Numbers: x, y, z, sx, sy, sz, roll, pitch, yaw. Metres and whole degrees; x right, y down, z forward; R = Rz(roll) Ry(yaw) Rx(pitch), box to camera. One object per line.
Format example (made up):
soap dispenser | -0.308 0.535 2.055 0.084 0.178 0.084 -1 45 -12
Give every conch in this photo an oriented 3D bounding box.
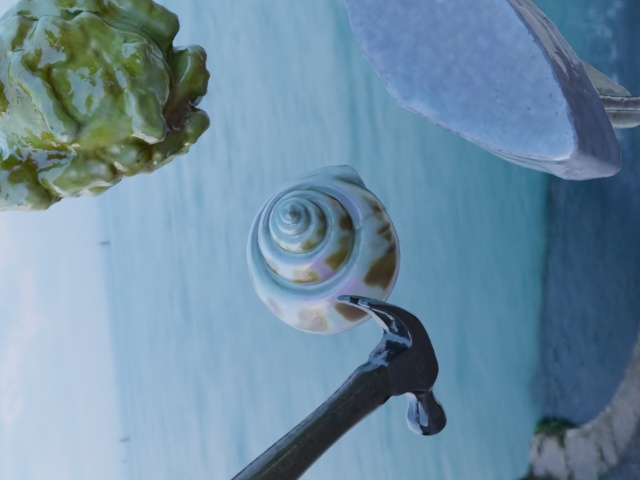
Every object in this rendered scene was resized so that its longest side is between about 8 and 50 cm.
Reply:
conch | 0.000 0.000 1.488 0.368 0.197 0.249 124 142 -68

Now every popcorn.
popcorn | -0.314 -0.189 1.437 0.274 0.336 0.279 22 117 58

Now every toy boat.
toy boat | 0.132 -0.152 0.875 0.111 0.276 0.293 -53 -8 20

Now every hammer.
hammer | -0.047 0.200 0.883 0.044 0.440 0.168 6 124 44
